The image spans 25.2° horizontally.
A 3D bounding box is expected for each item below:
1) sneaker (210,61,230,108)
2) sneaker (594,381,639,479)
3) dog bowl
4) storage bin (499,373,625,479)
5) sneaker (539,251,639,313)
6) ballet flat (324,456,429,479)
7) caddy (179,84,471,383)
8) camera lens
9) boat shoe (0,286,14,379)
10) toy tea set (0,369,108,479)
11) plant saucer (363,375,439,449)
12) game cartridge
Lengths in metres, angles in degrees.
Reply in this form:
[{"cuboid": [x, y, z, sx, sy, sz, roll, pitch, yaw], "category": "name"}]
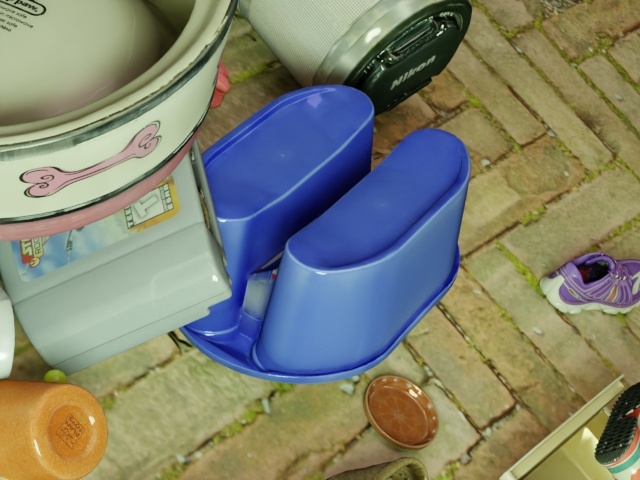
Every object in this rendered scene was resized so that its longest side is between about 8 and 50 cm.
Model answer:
[{"cuboid": [-0.207, -0.168, 1.450, 0.136, 0.116, 0.314, 50, 40, 16], "category": "sneaker"}, {"cuboid": [0.315, 0.189, 1.363, 0.075, 0.057, 0.161, 53, 38, -7], "category": "sneaker"}, {"cuboid": [-0.270, -0.170, 1.226, 0.407, 0.150, 0.408, 0, 49, -1], "category": "dog bowl"}, {"cuboid": [0.299, 0.297, 1.374, 0.262, 0.123, 0.260, 48, 42, 13], "category": "storage bin"}, {"cuboid": [0.337, 0.045, 1.682, 0.170, 0.071, 0.068, -7, 57, -41], "category": "sneaker"}, {"cuboid": [0.076, 0.303, 1.156, 0.116, 0.124, 0.342, 44, 20, -30], "category": "ballet flat"}, {"cuboid": [0.000, 0.000, 1.403, 0.241, 0.179, 0.341, 27, 42, 21], "category": "caddy"}, {"cuboid": [0.024, -0.293, 1.661, 0.219, 0.219, 0.274, -21, 67, -46], "category": "camera lens"}, {"cuboid": [-0.313, 0.054, 1.198, 0.083, 0.065, 0.183, 1, 33, -28], "category": "boat shoe"}, {"cuboid": [-0.280, 0.224, 1.063, 0.336, 0.124, 0.200, -16, 92, -48], "category": "toy tea set"}, {"cuboid": [0.079, 0.172, 1.418, 0.083, 0.013, 0.083, 19, 43, -19], "category": "plant saucer"}, {"cuboid": [-0.197, -0.030, 1.283, 0.198, 0.062, 0.297, -21, 51, 4], "category": "game cartridge"}]
